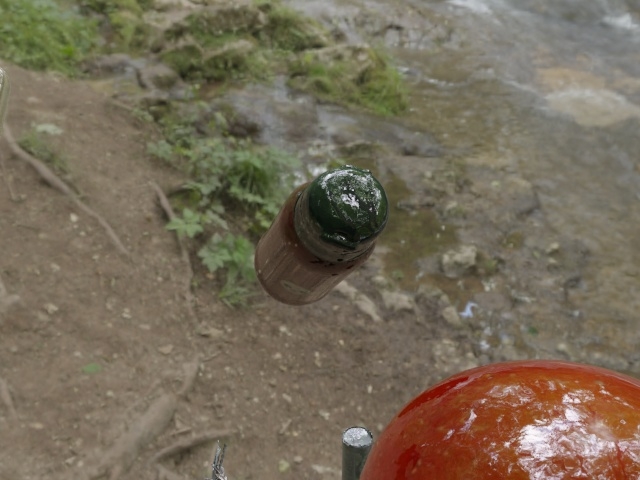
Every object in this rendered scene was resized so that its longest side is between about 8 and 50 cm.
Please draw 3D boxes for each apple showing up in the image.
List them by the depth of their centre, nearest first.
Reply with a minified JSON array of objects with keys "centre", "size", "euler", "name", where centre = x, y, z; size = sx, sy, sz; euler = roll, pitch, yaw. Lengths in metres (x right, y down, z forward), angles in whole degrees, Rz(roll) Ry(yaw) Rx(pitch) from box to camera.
[{"centre":[0.134,0.204,0.367],"size":[0.216,0.260,0.260],"euler":[6,29,35],"name":"apple"}]

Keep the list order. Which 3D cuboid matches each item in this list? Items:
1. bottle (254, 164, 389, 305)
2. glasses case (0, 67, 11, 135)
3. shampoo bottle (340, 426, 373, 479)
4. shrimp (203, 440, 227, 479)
[{"centre":[0.000,0.000,0.870],"size":[0.144,0.144,0.336],"euler":[-15,-10,-18],"name":"bottle"},{"centre":[-0.472,-0.147,0.821],"size":[0.083,0.196,0.050],"euler":[13,-5,-12],"name":"glasses case"},{"centre":[0.078,0.493,1.300],"size":[0.072,0.214,0.072],"euler":[-1,24,0],"name":"shampoo bottle"},{"centre":[-0.100,0.270,0.582],"size":[0.056,0.065,0.165],"euler":[-36,49,25],"name":"shrimp"}]
